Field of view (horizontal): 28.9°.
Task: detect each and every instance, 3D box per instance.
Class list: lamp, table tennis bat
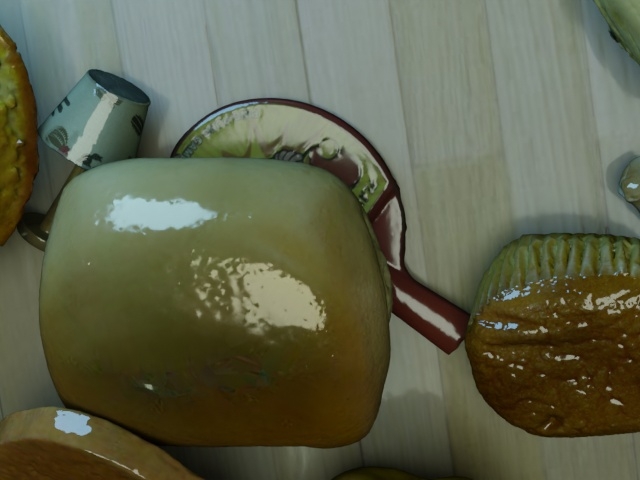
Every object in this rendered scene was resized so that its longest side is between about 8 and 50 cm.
[{"bbox_3d":[-0.282,-0.090,1.452,0.121,0.121,0.215,32,108,-1],"label":"lamp"},{"bbox_3d":[0.000,0.000,1.483,0.414,0.051,0.268,35,101,0],"label":"table tennis bat"}]

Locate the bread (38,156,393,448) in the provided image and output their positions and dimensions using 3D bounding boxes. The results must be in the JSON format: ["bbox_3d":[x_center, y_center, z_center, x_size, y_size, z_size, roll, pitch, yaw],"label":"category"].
[{"bbox_3d":[-0.109,0.081,1.350,0.376,0.253,0.348,2,116,7],"label":"bread"}]

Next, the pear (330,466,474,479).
[{"bbox_3d":[0.108,0.464,1.376,0.362,0.362,0.418,-2,84,3],"label":"pear"}]

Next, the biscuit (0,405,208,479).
[{"bbox_3d":[-0.232,0.330,1.428,0.365,0.062,0.385,26,139,-2],"label":"biscuit"}]

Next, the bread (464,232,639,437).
[{"bbox_3d":[0.294,0.105,1.403,0.253,0.142,0.227,-3,118,15],"label":"bread"}]

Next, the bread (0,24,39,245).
[{"bbox_3d":[-0.493,-0.122,1.389,0.336,0.204,0.358,-6,95,18],"label":"bread"}]

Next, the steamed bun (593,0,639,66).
[{"bbox_3d":[0.437,-0.297,1.365,0.273,0.166,0.232,-40,81,2],"label":"steamed bun"}]

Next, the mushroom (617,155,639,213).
[{"bbox_3d":[0.445,0.017,1.438,0.096,0.099,0.278,-36,91,-37],"label":"mushroom"}]
